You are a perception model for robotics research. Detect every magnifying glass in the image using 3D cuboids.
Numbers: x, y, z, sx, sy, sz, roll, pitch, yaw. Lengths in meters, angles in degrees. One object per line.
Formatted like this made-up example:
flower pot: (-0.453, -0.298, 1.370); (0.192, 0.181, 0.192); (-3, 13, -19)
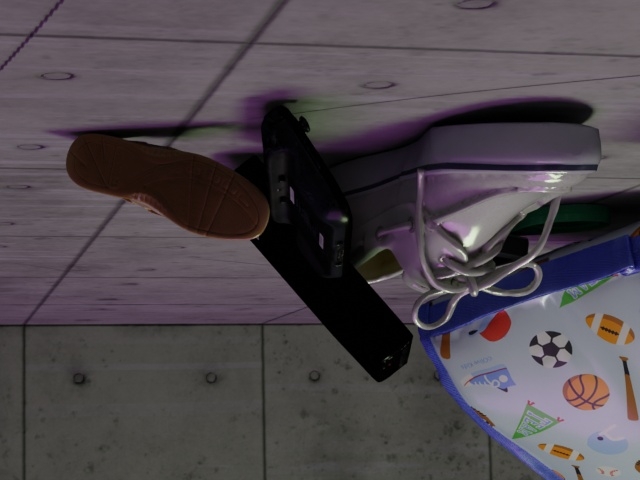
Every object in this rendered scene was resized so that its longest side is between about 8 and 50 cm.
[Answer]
magnifying glass: (0.227, -0.018, 1.899); (0.092, 0.026, 0.231); (5, 169, -41)

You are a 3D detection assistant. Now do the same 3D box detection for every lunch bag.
lunch bag: (0.345, 0.121, 1.916); (0.328, 0.239, 0.385); (-23, 139, 35)

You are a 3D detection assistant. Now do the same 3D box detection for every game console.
game console: (0.000, 0.000, 1.379); (0.044, 0.213, 0.361); (-39, 168, -10)

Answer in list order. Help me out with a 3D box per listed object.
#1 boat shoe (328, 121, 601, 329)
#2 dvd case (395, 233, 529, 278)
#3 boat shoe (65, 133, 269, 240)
boat shoe: (0.108, -0.004, 1.404); (0.135, 0.156, 0.367); (2, 173, -29)
dvd case: (0.105, 0.011, 1.953); (0.179, 0.030, 0.238); (10, 168, -22)
boat shoe: (-0.116, -0.047, 1.347); (0.170, 0.063, 0.059); (21, -171, 8)
